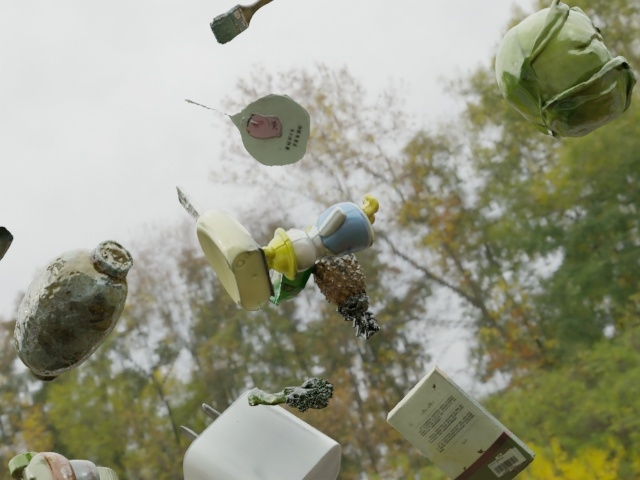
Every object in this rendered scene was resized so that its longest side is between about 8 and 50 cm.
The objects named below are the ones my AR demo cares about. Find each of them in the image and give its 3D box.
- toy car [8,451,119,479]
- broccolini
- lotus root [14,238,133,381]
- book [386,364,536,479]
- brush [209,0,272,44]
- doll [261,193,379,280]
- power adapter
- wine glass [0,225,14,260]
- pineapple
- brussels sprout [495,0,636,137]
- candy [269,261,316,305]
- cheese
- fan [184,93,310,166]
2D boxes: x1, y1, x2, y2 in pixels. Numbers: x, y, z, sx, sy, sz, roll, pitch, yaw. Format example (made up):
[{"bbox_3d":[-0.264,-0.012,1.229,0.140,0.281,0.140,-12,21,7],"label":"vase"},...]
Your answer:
[{"bbox_3d":[-0.497,0.503,2.055,0.235,0.145,0.235,-21,-33,-14],"label":"toy car"},{"bbox_3d":[-0.055,0.216,1.499,0.071,0.057,0.254,29,-15,-21],"label":"broccolini"},{"bbox_3d":[-0.476,0.145,1.950,0.175,0.175,0.349,2,-47,-46],"label":"lotus root"},{"bbox_3d":[0.303,0.431,2.286,0.201,0.289,0.026,-52,-9,35],"label":"book"},{"bbox_3d":[-0.140,-0.474,2.134,0.196,0.021,0.070,-39,-39,-12],"label":"brush"},{"bbox_3d":[0.000,-0.001,1.812,0.241,0.098,0.135,-21,4,-22],"label":"doll"},{"bbox_3d":[-0.119,0.356,1.720,0.187,0.255,0.124,-41,-33,-38],"label":"power adapter"},{"bbox_3d":[-0.758,0.057,2.348,0.198,0.066,0.066,-51,-31,18],"label":"wine glass"},{"bbox_3d":[0.060,0.116,2.160,0.108,0.197,0.108,-28,-5,-3],"label":"pineapple"},{"bbox_3d":[0.473,-0.325,2.029,0.227,0.259,0.294,-35,1,-5],"label":"brussels sprout"},{"bbox_3d":[-0.059,0.070,2.125,0.141,0.078,0.203,-53,-3,2],"label":"candy"},{"bbox_3d":[-0.147,-0.009,1.456,0.054,0.251,0.127,-26,-49,-18],"label":"cheese"},{"bbox_3d":[-0.170,-0.280,2.442,0.310,0.182,0.010,16,-11,-14],"label":"fan"}]
